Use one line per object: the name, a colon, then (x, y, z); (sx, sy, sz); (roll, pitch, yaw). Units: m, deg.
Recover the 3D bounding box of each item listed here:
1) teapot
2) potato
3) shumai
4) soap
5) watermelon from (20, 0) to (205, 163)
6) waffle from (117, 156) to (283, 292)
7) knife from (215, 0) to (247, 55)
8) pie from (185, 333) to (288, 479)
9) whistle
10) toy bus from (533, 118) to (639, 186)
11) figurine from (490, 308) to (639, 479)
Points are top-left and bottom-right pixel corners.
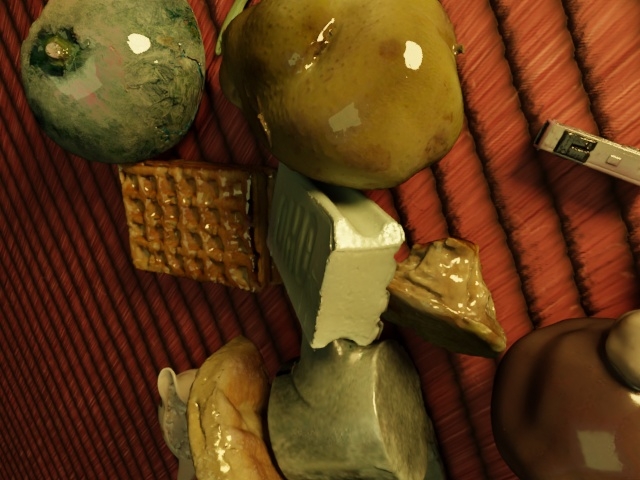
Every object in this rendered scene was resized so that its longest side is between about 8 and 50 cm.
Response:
teapot: (-0.243, 0.375, 0.809); (0.205, 0.139, 0.297); (-8, 95, 26)
potato: (0.004, -0.191, 0.484); (0.351, 0.203, 0.218); (29, 110, 29)
shumai: (0.150, 0.060, 0.521); (0.201, 0.201, 0.120); (24, 75, 21)
soap: (0.000, 0.000, 0.507); (0.094, 0.261, 0.150); (-1, 115, -17)
watermelon: (-0.304, -0.263, 0.610); (0.188, 0.175, 0.321); (22, 102, 18)
waffle: (-0.207, -0.033, 0.705); (0.308, 0.091, 0.212); (8, 109, 28)
knife: (-0.109, -0.367, 0.597); (0.030, 0.014, 0.207); (44, 119, 13)
pie: (-0.081, 0.312, 0.596); (0.075, 0.337, 0.337); (-25, 92, 11)
whistle: (0.081, 0.295, 0.621); (0.168, 0.188, 0.404); (-18, 129, 26)
toy bus: (0.299, -0.092, 0.433); (0.131, 0.052, 0.036); (29, 119, 19)
figurine: (0.334, 0.250, 0.417); (0.218, 0.206, 0.364); (-36, 87, 6)
